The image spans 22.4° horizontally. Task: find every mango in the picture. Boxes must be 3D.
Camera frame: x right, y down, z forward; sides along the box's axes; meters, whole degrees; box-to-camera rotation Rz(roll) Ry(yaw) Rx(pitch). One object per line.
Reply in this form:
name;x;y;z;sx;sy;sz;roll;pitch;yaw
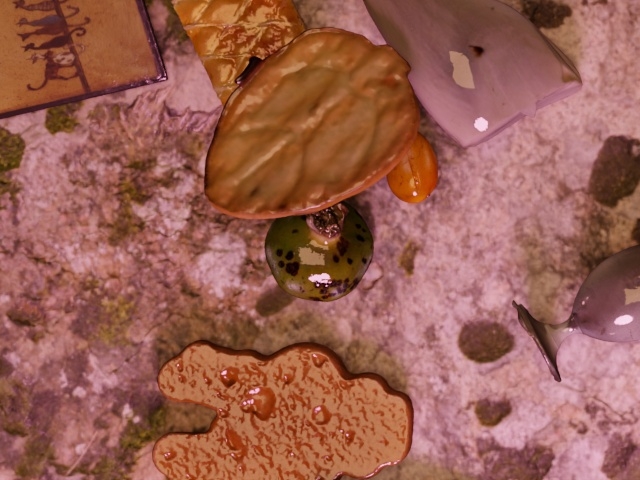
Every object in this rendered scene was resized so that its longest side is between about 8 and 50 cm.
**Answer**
mango;0.100;-0.086;1.806;0.060;0.046;0.089;-15;83;8

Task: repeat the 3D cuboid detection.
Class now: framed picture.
framed picture;-0.369;-0.260;1.828;0.338;0.014;0.255;-12;116;8

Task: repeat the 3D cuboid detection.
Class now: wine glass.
wine glass;0.327;0.062;1.750;0.222;0.103;0.103;-28;86;6

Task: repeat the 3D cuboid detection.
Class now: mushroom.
mushroom;0.128;-0.250;1.782;0.159;0.122;0.329;-37;85;-31

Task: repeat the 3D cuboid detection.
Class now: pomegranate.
pomegranate;0.000;0.000;1.768;0.122;0.161;0.122;2;64;-4

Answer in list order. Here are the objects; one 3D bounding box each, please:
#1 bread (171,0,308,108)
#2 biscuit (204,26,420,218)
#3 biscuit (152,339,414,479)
bread;-0.072;-0.212;1.818;0.125;0.068;0.188;-26;86;6
biscuit;-0.015;-0.118;1.726;0.260;0.041;0.203;-39;68;-4
biscuit;-0.042;0.205;1.824;0.295;0.044;0.186;6;94;8
